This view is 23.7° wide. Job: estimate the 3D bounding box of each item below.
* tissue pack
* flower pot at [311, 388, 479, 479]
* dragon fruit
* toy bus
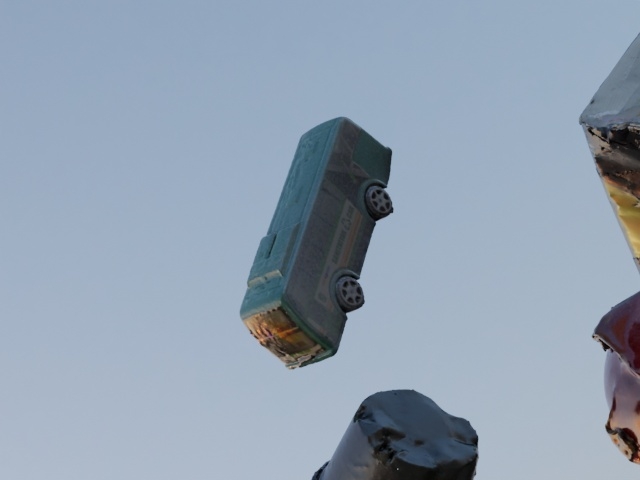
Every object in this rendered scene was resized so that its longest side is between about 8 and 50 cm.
[{"bbox_3d":[0.587,-0.105,2.283,0.264,0.253,0.416,-55,-46,-27],"label":"tissue pack"},{"bbox_3d":[0.076,0.211,1.411,0.157,0.157,0.107,-14,-51,-44],"label":"flower pot"},{"bbox_3d":[0.384,0.127,1.456,0.250,0.315,0.250,-4,-81,-29],"label":"dragon fruit"},{"bbox_3d":[0.000,0.000,1.538,0.109,0.261,0.091,39,-41,-26],"label":"toy bus"}]
